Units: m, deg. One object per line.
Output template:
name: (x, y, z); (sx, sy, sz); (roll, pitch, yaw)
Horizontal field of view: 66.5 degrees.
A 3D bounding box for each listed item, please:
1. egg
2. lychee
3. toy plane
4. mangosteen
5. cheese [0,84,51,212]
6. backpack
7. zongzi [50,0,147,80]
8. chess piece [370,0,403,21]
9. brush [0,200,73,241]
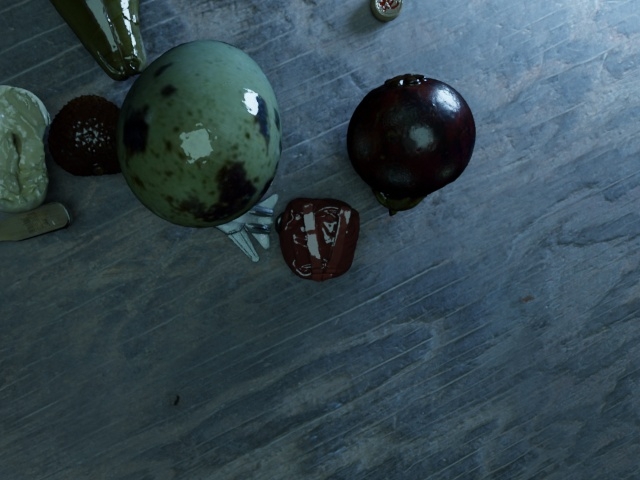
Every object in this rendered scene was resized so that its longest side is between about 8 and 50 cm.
egg: (-0.253, -0.237, 1.061); (0.345, 0.345, 0.427); (8, 73, -11)
lychee: (-0.515, -0.233, 1.105); (0.194, 0.194, 0.194); (-1, 97, -10)
toy plane: (-0.248, -0.067, 1.226); (0.267, 0.088, 0.212); (10, 94, -3)
mangosteen: (0.221, -0.217, 1.185); (0.306, 0.306, 0.359); (-18, 120, -7)
cheese: (-0.664, -0.193, 1.051); (0.127, 0.233, 0.266); (-7, 97, -40)
backpack: (-0.001, 0.000, 1.242); (0.229, 0.139, 0.229); (-2, 99, -15)
zongzi: (-0.427, -0.546, 1.106); (0.300, 0.145, 0.274); (-38, 106, -10)
chess piece: (0.170, -0.605, 1.249); (0.084, 0.038, 0.083); (-1, 97, -8)
brush: (-0.739, -0.026, 1.161); (0.328, 0.065, 0.070); (-16, 106, 2)
